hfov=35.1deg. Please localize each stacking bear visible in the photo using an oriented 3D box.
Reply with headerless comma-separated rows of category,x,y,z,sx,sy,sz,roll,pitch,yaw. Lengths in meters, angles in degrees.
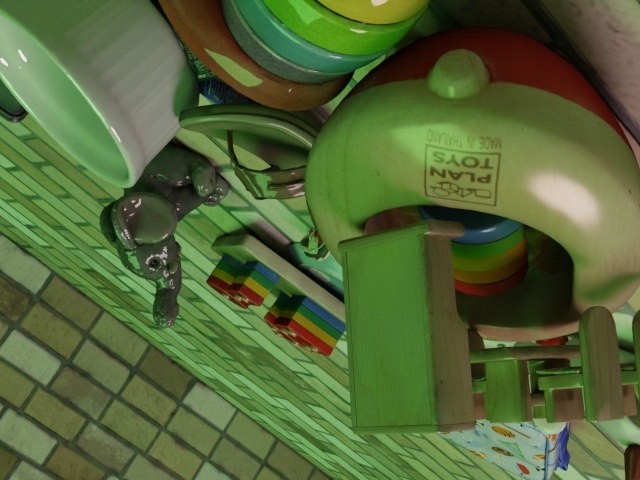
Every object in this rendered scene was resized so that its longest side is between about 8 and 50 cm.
stacking bear,0.024,-0.224,0.728,0.164,0.175,0.289,60,147,4

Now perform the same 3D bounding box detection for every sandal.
sandal,-0.034,-0.077,1.197,0.302,0.086,0.120,30,159,-32

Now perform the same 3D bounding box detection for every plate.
plate,0.022,0.068,1.661,0.188,0.024,0.188,29,162,10

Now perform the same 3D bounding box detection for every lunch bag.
lunch bag,0.294,0.281,1.636,0.243,0.115,0.303,21,158,22

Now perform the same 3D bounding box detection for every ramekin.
ramekin,-0.270,-0.207,1.187,0.277,0.135,0.277,40,161,17

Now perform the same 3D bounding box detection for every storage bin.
storage bin,-0.406,-0.241,1.405,0.098,0.135,0.091,37,151,-13

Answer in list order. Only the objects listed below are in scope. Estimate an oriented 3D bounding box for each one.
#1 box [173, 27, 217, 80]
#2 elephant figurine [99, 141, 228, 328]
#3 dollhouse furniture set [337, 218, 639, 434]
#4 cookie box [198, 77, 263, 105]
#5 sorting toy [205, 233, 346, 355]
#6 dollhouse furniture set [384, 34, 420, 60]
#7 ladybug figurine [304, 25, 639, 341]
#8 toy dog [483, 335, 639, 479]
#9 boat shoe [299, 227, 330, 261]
box,-0.111,-0.213,1.104,0.083,0.018,0.067,-6,123,32
elephant figurine,-0.259,-0.024,1.532,0.186,0.239,0.169,24,160,22
dollhouse furniture set,0.144,0.077,0.873,0.242,0.161,0.212,4,168,-40
cookie box,-0.110,-0.193,1.186,0.107,0.040,0.092,32,161,0
sorting toy,-0.076,0.102,1.749,0.257,0.089,0.255,37,169,-14
dollhouse furniture set,0.085,-0.168,0.994,0.114,0.091,0.081,99,156,-47
ladybug figurine,0.146,-0.046,0.915,0.305,0.162,0.449,9,157,13
toy dog,0.330,0.203,1.302,0.333,0.161,0.220,9,150,50
boat shoe,0.000,0.000,1.494,0.043,0.049,0.137,35,166,-4
